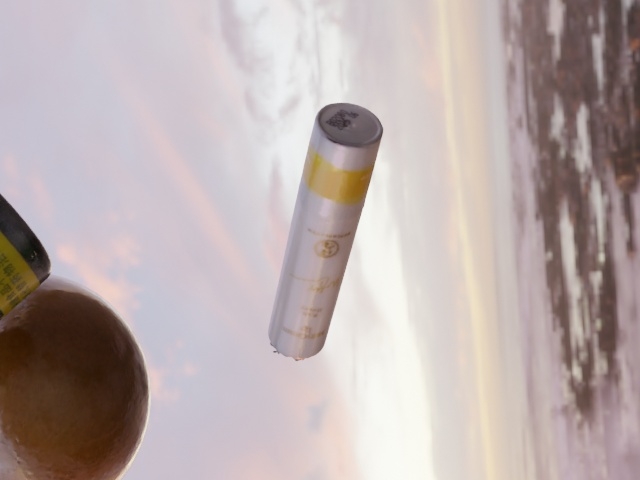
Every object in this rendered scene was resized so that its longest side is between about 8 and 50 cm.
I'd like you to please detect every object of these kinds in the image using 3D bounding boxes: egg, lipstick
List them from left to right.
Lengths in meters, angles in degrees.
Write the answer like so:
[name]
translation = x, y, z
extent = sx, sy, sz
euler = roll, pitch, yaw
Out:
[egg]
translation = -0.326, 0.175, 1.242
extent = 0.351, 0.282, 0.283
euler = 149, 123, -65
[lipstick]
translation = 0.000, 0.000, 1.001
extent = 0.059, 0.059, 0.264
euler = -84, 6, -46

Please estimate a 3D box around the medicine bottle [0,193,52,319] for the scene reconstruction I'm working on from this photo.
[medicine bottle]
translation = -0.382, 0.069, 0.982
extent = 0.293, 0.141, 0.141
euler = -43, -30, -16
